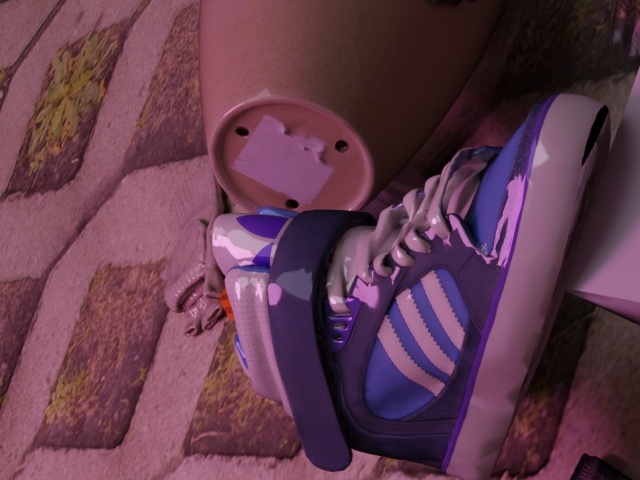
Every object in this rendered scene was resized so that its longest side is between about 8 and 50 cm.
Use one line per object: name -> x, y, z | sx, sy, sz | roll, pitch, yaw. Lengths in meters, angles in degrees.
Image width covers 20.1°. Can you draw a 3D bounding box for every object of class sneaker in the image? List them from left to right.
sneaker -> 0.037, 0.011, 1.158 | 0.130, 0.236, 0.322 | -58, -15, -45

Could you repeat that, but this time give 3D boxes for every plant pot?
plant pot -> 0.006, -0.145, 1.410 | 0.256, 0.256, 0.274 | -37, 24, 39

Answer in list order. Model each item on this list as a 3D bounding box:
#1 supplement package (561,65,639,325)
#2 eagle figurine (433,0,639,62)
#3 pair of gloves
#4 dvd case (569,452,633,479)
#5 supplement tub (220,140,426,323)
supplement package -> 0.287, -0.017, 1.060 | 0.149, 0.203, 0.194 | 12, 79, 58
eagle figurine -> 0.219, -0.301, 1.377 | 0.226, 0.225, 0.298 | -10, 48, 32
pair of gloves -> -0.086, -0.031, 1.801 | 0.240, 0.042, 0.204 | -39, 41, 39
dvd case -> 0.205, 0.253, 1.185 | 0.164, 0.018, 0.221 | -64, 31, 3
supplement tub -> 0.000, 0.000, 1.574 | 0.190, 0.117, 0.117 | -55, 33, 19
